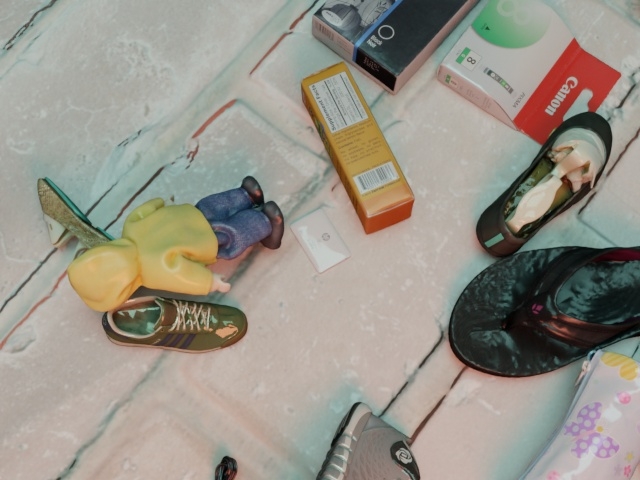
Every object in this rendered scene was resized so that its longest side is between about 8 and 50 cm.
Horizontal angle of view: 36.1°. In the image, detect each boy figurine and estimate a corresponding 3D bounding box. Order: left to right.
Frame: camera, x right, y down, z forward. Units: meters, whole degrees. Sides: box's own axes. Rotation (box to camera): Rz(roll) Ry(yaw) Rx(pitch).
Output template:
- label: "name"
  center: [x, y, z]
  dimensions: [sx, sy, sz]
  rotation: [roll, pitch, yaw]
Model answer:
- label: "boy figurine"
  center: [-0.184, 0.013, 1.272]
  dimensions: [0.285, 0.092, 0.177]
  rotation: [-26, 56, -27]

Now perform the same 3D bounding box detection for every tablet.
- label: "tablet"
  center: [0.000, 0.000, 1.375]
  dimensions: [0.054, 0.006, 0.083]
  rotation: [-29, 74, -11]

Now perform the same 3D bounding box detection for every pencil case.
- label: "pencil case"
  center: [0.331, 0.270, 1.227]
  dimensions: [0.124, 0.113, 0.273]
  rotation: [41, 74, -19]

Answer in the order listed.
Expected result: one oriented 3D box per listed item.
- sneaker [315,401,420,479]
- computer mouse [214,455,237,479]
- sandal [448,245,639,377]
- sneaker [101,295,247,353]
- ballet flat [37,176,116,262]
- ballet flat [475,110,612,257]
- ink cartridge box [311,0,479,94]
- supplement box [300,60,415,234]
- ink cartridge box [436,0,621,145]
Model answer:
- label: "sneaker"
  center: [0.057, 0.315, 1.204]
  dimensions: [0.132, 0.086, 0.229]
  rotation: [29, 53, 0]
- label: "computer mouse"
  center: [-0.055, 0.352, 1.229]
  dimensions: [0.192, 0.042, 0.106]
  rotation: [20, 70, 6]
- label: "sandal"
  center: [0.385, 0.066, 1.308]
  dimensions: [0.445, 0.107, 0.168]
  rotation: [-12, 71, -5]
- label: "sneaker"
  center: [-0.193, 0.108, 1.288]
  dimensions: [0.192, 0.086, 0.064]
  rotation: [0, 71, -2]
- label: "ballet flat"
  center: [-0.327, -0.003, 1.335]
  dimensions: [0.206, 0.073, 0.067]
  rotation: [39, 82, 14]
- label: "ballet flat"
  center: [0.330, -0.082, 1.365]
  dimensions: [0.095, 0.096, 0.280]
  rotation: [43, 75, -1]
- label: "ink cartridge box"
  center: [0.153, -0.390, 1.489]
  dimensions: [0.165, 0.065, 0.333]
  rotation: [37, 73, 12]
- label: "supplement box"
  center: [0.050, -0.132, 1.386]
  dimensions: [0.080, 0.078, 0.234]
  rotation: [-21, 72, -6]
- label: "ink cartridge box"
  center: [0.313, -0.255, 1.451]
  dimensions: [0.224, 0.056, 0.181]
  rotation: [35, 74, 12]
